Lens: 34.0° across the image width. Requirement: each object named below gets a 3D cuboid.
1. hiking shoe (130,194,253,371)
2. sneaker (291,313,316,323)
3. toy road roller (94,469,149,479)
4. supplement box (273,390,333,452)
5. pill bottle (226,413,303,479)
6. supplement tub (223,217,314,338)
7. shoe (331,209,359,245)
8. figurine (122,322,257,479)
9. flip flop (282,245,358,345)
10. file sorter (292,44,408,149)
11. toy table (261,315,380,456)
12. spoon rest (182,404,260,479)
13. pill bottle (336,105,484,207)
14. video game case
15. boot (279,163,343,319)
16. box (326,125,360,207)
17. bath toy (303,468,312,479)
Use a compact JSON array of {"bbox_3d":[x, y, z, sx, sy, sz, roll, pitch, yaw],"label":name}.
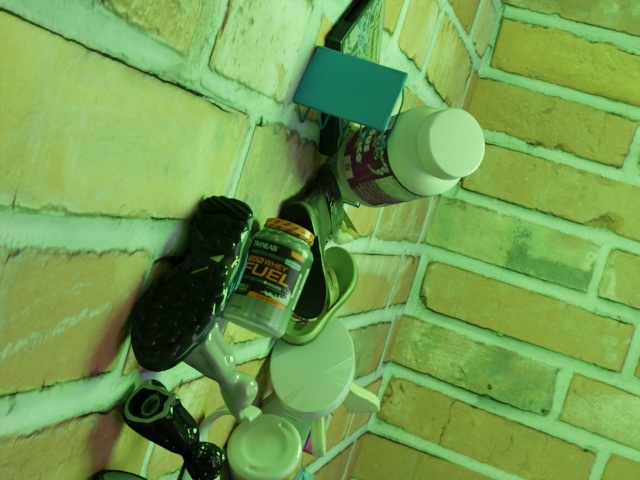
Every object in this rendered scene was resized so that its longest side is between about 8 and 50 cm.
[{"bbox_3d":[-0.170,0.080,1.515,0.132,0.113,0.304,89,23,-50],"label":"hiking shoe"},{"bbox_3d":[-0.053,0.125,2.080,0.185,0.084,0.070,32,76,-76],"label":"sneaker"},{"bbox_3d":[-0.189,0.464,1.502,0.240,0.329,0.203,12,96,-54],"label":"toy road roller"},{"bbox_3d":[-0.052,0.418,2.396,0.220,0.111,0.114,65,44,-71],"label":"supplement box"},{"bbox_3d":[-0.111,0.490,2.177,0.272,0.152,0.152,89,24,-51],"label":"pill bottle"},{"bbox_3d":[-0.085,0.064,1.815,0.117,0.117,0.190,62,47,-71],"label":"supplement tub"},{"bbox_3d":[0.037,-0.031,2.304,0.058,0.077,0.219,-29,170,7],"label":"shoe"},{"bbox_3d":[-0.178,0.245,1.593,0.209,0.092,0.215,59,45,-40],"label":"figurine"},{"bbox_3d":[-0.007,0.107,2.232,0.277,0.112,0.080,-54,143,-38],"label":"flip flop"},{"bbox_3d":[0.054,-0.247,1.857,0.104,0.170,0.118,82,29,-68],"label":"file sorter"},{"bbox_3d":[-0.006,0.303,2.203,0.274,0.252,0.161,-70,159,-46],"label":"toy table"},{"bbox_3d":[-0.206,0.405,1.902,0.276,0.084,0.137,-62,168,15],"label":"spoon rest"},{"bbox_3d":[0.170,-0.160,1.978,0.301,0.169,0.169,-12,-128,61],"label":"pill bottle"},{"bbox_3d":[0.065,-0.341,2.053,0.275,0.035,0.248,94,20,-45],"label":"video game case"},{"bbox_3d":[0.000,0.000,2.061,0.229,0.091,0.263,-44,134,-64],"label":"boot"},{"bbox_3d":[0.066,-0.157,2.208,0.137,0.072,0.126,71,40,-68],"label":"box"},{"bbox_3d":[-0.139,0.656,2.331,0.151,0.129,0.348,89,24,-53],"label":"bath toy"}]
